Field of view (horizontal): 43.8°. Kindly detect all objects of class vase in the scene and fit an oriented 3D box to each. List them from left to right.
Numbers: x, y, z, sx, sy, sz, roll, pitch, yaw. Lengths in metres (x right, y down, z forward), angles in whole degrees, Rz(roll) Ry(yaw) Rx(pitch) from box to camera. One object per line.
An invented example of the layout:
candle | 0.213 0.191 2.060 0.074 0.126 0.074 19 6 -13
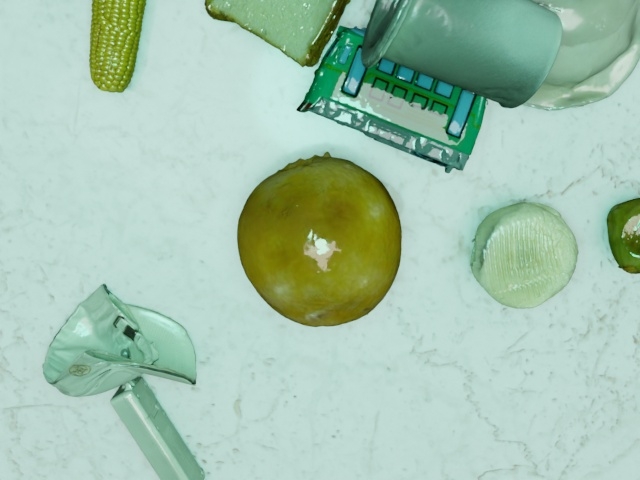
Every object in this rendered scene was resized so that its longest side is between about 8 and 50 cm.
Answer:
vase | 0.244 -0.361 1.367 0.291 0.245 0.245 20 101 -14

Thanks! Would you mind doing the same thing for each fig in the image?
fig | 0.647 -0.011 1.602 0.144 0.154 0.166 18 59 7

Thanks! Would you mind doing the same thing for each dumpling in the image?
dumpling | 0.488 -0.383 1.523 0.341 0.181 0.260 -25 123 -21

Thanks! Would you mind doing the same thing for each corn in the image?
corn | -0.390 -0.439 1.532 0.106 0.106 0.305 9 103 -2

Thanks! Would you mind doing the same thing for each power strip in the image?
power strip | -0.353 0.424 1.721 0.058 0.098 0.338 -27 100 8

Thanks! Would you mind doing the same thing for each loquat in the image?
loquat | 0.000 0.000 1.523 0.328 0.328 0.328 0 102 0

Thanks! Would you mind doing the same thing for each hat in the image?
hat | -0.401 0.246 1.637 0.301 0.258 0.168 21 114 -17

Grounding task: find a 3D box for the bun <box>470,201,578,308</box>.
bun | 0.405 0.022 1.618 0.220 0.134 0.220 -1 100 -5

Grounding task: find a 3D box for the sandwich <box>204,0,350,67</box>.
sandwich | -0.069 -0.473 1.497 0.251 0.087 0.226 32 106 16

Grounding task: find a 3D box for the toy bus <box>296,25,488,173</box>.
toy bus | 0.145 -0.274 1.529 0.343 0.183 0.199 20 98 -5
